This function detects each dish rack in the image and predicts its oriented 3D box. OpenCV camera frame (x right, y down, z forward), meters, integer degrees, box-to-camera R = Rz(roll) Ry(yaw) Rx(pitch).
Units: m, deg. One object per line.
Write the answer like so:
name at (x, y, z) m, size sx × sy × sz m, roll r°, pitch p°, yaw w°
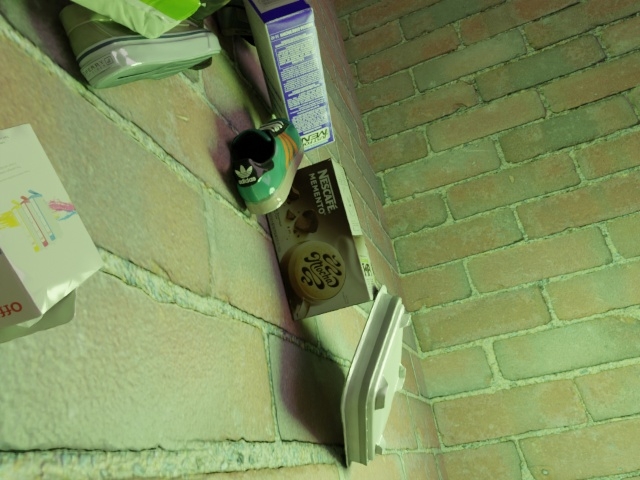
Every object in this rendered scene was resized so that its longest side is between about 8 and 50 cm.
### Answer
dish rack at (0.121, 0.287, 1.074) m, size 0.332 × 0.073 × 0.285 m, roll 85°, pitch 23°, yaw -45°

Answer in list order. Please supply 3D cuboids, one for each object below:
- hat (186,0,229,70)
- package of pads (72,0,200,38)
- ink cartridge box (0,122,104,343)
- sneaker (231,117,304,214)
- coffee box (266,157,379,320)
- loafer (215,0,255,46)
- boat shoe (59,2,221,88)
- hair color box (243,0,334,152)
hat at (-0.226, -0.466, 0.880) m, size 0.331 × 0.134 × 0.331 m, roll -18°, pitch 90°, yaw -76°
package of pads at (-0.276, -0.375, 0.541) m, size 0.297 × 0.101 × 0.229 m, roll 11°, pitch 61°, yaw -54°
ink cartridge box at (-0.241, 0.002, 0.387) m, size 0.090 × 0.092 × 0.143 m, roll -71°, pitch 142°, yaw -67°
sneaker at (-0.105, -0.185, 1.040) m, size 0.302 × 0.108 × 0.121 m, roll -85°, pitch 158°, yaw -51°
coffee box at (0.000, 0.000, 1.095) m, size 0.119 × 0.168 × 0.296 m, roll 12°, pitch 62°, yaw -73°
loafer at (-0.168, -0.492, 1.232) m, size 0.267 × 0.096 × 0.084 m, roll -16°, pitch 108°, yaw -68°
boat shoe at (-0.227, -0.279, 0.722) m, size 0.302 × 0.109 × 0.094 m, roll -61°, pitch 130°, yaw -66°
hair color box at (-0.067, -0.381, 1.169) m, size 0.338 × 0.110 × 0.185 m, roll 79°, pitch -13°, yaw -51°
